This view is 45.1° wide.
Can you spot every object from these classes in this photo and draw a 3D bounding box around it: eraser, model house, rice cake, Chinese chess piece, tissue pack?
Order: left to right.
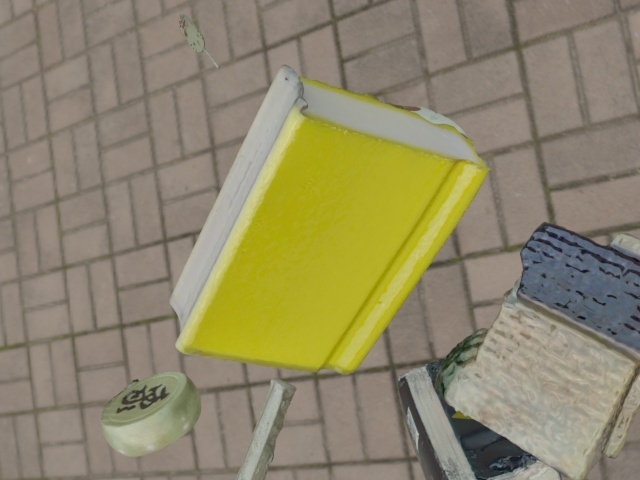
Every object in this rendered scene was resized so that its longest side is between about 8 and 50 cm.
[{"bbox_3d":[-0.243,0.246,1.107,0.144,0.144,0.058,-10,112,31],"label":"Chinese chess piece"},{"bbox_3d":[-0.111,0.398,1.503,0.052,0.057,0.256,3,70,65],"label":"rice cake"},{"bbox_3d":[0.000,0.000,0.557,0.226,0.158,0.069,-59,34,31],"label":"eraser"},{"bbox_3d":[0.338,0.460,1.652,0.253,0.416,0.264,-17,114,1],"label":"tissue pack"},{"bbox_3d":[0.336,0.114,0.998,0.243,0.298,0.284,33,106,21],"label":"model house"}]

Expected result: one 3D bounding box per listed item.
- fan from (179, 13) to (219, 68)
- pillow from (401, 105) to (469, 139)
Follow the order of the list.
[{"bbox_3d":[-0.160,-0.260,1.017,0.004,0.056,0.083,-40,93,-20],"label":"fan"},{"bbox_3d":[0.127,-0.108,1.199,0.214,0.086,0.233,-49,52,5],"label":"pillow"}]
